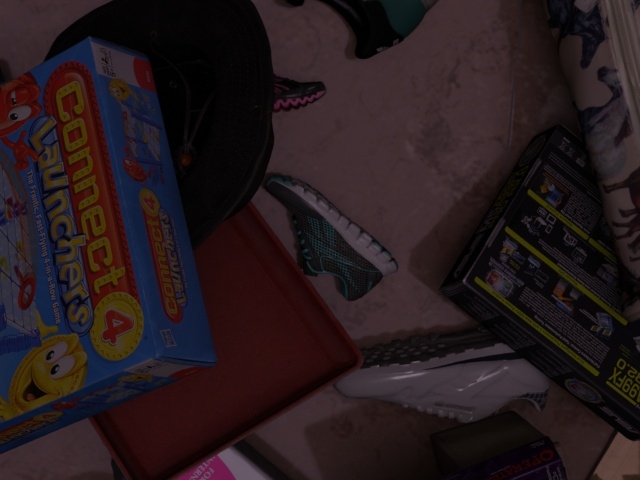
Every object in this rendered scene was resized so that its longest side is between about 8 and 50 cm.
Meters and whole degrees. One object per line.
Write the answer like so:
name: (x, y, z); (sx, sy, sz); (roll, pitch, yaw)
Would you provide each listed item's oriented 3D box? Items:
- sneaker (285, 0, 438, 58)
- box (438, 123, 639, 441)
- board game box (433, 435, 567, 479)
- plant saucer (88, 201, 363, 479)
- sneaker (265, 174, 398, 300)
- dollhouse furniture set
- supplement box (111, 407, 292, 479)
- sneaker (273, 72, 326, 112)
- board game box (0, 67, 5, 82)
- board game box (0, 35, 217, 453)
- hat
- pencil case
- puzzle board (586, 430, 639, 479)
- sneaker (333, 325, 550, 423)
sneaker: (-0.017, -0.308, 1.553); (0.302, 0.108, 0.121); (42, 85, -11)
box: (0.287, 0.044, 1.622); (0.270, 0.060, 0.216); (37, 69, -10)
board game box: (0.178, 0.373, 1.567); (0.208, 0.056, 0.347); (-19, 120, 1)
plant saucer: (-0.133, 0.093, 1.542); (0.259, 0.048, 0.258); (-30, 68, -18)
sneaker: (0.000, 0.000, 1.613); (0.166, 0.065, 0.076); (40, 93, -9)
dollhouse furniture set: (0.205, 0.321, 1.624); (0.212, 0.161, 0.242); (-16, 98, -6)
supplement box: (-0.096, 0.269, 1.602); (0.220, 0.114, 0.111); (40, 88, -12)
sneaker: (-0.054, -0.159, 1.599); (0.119, 0.047, 0.057); (-8, 86, -8)
board game box: (-0.361, -0.149, 1.497); (0.103, 0.154, 0.026); (-17, 99, -5)
board game box: (-0.266, 0.016, 1.430); (0.302, 0.086, 0.308); (-24, 70, 28)
hat: (-0.142, -0.097, 1.519); (0.134, 0.331, 0.331); (22, 93, -50)
pencil case: (0.327, -0.121, 1.546); (0.160, 0.183, 0.410); (-18, 83, 28)
puzzle board: (0.363, 0.235, 1.715); (0.096, 0.011, 0.128); (30, 92, -11)
sneaker: (0.129, 0.151, 1.638); (0.235, 0.090, 0.095); (-6, 106, -6)
